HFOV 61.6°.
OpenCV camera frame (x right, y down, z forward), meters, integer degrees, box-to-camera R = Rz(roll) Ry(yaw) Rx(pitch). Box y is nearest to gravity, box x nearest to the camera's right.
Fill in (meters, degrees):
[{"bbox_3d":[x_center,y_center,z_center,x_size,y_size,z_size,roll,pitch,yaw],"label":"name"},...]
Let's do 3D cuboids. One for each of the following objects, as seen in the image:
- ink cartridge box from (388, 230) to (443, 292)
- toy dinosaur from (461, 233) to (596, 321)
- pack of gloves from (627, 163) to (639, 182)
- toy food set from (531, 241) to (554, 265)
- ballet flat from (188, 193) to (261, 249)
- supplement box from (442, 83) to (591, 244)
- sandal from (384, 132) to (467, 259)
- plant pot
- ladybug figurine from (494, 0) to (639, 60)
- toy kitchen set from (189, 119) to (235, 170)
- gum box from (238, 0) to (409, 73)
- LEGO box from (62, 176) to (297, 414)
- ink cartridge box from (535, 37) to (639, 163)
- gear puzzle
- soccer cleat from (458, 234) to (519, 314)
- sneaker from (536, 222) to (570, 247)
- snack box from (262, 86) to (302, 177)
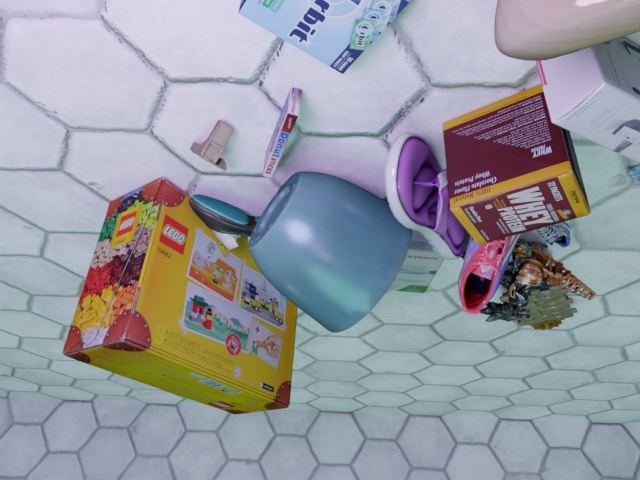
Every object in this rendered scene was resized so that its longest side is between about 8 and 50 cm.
[{"bbox_3d":[0.204,0.041,1.295,0.153,0.087,0.208,6,149,-3],"label":"ink cartridge box"},{"bbox_3d":[0.462,0.083,1.255,0.322,0.164,0.218,35,145,22],"label":"toy dinosaur"},{"bbox_3d":[0.688,-0.174,0.970,0.232,0.046,0.195,-5,159,18],"label":"pack of gloves"},{"bbox_3d":[0.523,0.032,1.316,0.078,0.019,0.122,-16,143,27],"label":"toy food set"},{"bbox_3d":[-0.165,-0.021,1.203,0.280,0.095,0.096,15,109,-17],"label":"ballet flat"},{"bbox_3d":[0.326,-0.126,0.914,0.191,0.194,0.129,-18,142,30],"label":"supplement box"},{"bbox_3d":[0.237,-0.081,1.026,0.102,0.169,0.416,2,164,30],"label":"sandal"},{"bbox_3d":[0.000,0.000,1.080,0.235,0.293,0.293,34,139,-17],"label":"plant pot"},{"bbox_3d":[0.403,-0.324,0.558,0.449,0.305,0.162,-12,102,21],"label":"ladybug figurine"},{"bbox_3d":[-0.194,-0.182,1.028,0.068,0.075,0.083,31,179,-32],"label":"toy kitchen set"},{"bbox_3d":[0.004,-0.337,0.751,0.184,0.041,0.157,22,143,-26],"label":"gum box"},{"bbox_3d":[-0.276,0.155,1.254,0.193,0.372,0.500,-18,142,31],"label":"LEGO box"},{"bbox_3d":[0.440,-0.216,0.793,0.218,0.158,0.092,17,145,-22],"label":"ink cartridge box"},{"bbox_3d":[0.639,0.192,1.550,0.175,0.044,0.339,-17,146,26],"label":"gear puzzle"},{"bbox_3d":[0.357,0.013,1.122,0.108,0.116,0.318,16,125,14],"label":"soccer cleat"},{"bbox_3d":[0.511,-0.023,1.193,0.135,0.058,0.052,20,144,-23],"label":"sneaker"},{"bbox_3d":[-0.072,-0.191,0.969,0.022,0.064,0.178,14,147,-14],"label":"snack box"}]
